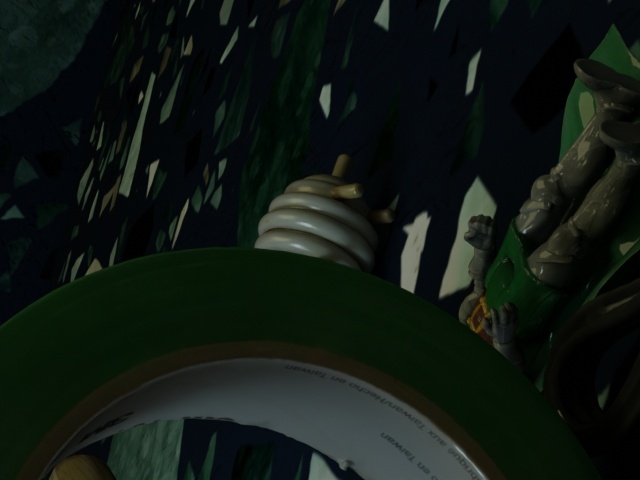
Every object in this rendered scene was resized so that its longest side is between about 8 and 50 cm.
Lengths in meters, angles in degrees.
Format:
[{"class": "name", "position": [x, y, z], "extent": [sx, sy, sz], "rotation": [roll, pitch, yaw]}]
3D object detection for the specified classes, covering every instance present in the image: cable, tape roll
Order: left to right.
[{"class": "tape roll", "position": [-0.025, 0.162, 0.718], "extent": [0.077, 0.321, 0.321], "rotation": [133, 150, -57]}, {"class": "cable", "position": [0.176, 0.000, 0.747], "extent": [0.139, 0.072, 0.287], "rotation": [58, 146, 40]}]

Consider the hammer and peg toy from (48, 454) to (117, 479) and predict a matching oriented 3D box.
[{"class": "hammer and peg toy", "position": [-0.103, 0.219, 0.476], "extent": [0.361, 0.127, 0.266], "rotation": [-49, 9, 9]}]

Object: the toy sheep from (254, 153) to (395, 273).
[{"class": "toy sheep", "position": [0.000, 0.000, 1.242], "extent": [0.132, 0.091, 0.091], "rotation": [-65, 11, -26]}]

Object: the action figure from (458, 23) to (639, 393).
[{"class": "action figure", "position": [0.103, 0.022, 0.918], "extent": [0.137, 0.063, 0.232], "rotation": [-98, 26, -50]}]
